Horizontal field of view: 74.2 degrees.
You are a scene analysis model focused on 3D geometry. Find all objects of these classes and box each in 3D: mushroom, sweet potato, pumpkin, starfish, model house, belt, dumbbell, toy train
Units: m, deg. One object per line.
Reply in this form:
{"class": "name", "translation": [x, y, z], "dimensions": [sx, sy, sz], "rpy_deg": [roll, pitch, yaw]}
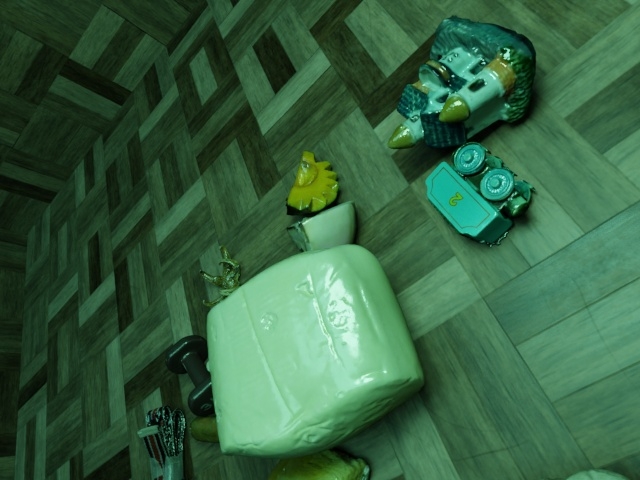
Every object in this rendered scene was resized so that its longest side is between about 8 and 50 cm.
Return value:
{"class": "mushroom", "translation": [0.028, 0.000, 1.098], "dimensions": [0.236, 0.174, 0.161], "rpy_deg": [-177, 67, -77]}
{"class": "sweet potato", "translation": [-0.272, 0.530, 1.190], "dimensions": [0.274, 0.075, 0.075], "rpy_deg": [-17, 65, 33]}
{"class": "pumpkin", "translation": [-0.024, -0.123, 1.195], "dimensions": [0.253, 0.131, 0.149], "rpy_deg": [-81, 5, -46]}
{"class": "starfish", "translation": [-0.323, 0.114, 1.371], "dimensions": [0.146, 0.074, 0.189], "rpy_deg": [-21, 63, 32]}
{"class": "model house", "translation": [0.260, -0.301, 0.905], "dimensions": [0.291, 0.184, 0.253], "rpy_deg": [-39, 52, 1]}
{"class": "belt", "translation": [-0.458, 0.686, 1.267], "dimensions": [0.094, 0.126, 0.359], "rpy_deg": [-23, 67, 22]}
{"class": "dumbbell", "translation": [-0.362, 0.399, 1.265], "dimensions": [0.140, 0.124, 0.225], "rpy_deg": [-43, 48, -12]}
{"class": "toy train", "translation": [0.323, -0.097, 0.879], "dimensions": [0.163, 0.112, 0.203], "rpy_deg": [-50, 48, 23]}

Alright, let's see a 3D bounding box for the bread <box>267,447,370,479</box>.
{"class": "bread", "translation": [-0.034, 0.567, 0.921], "dimensions": [0.204, 0.163, 0.261], "rpy_deg": [-2, 59, 51]}

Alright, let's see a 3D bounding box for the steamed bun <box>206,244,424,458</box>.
{"class": "steamed bun", "translation": [-0.015, 0.254, 0.925], "dimensions": [0.456, 0.290, 0.371], "rpy_deg": [-28, 62, 21]}

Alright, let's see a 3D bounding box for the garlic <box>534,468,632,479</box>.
{"class": "garlic", "translation": [0.371, 0.473, 0.543], "dimensions": [0.318, 0.260, 0.317], "rpy_deg": [-19, 61, 39]}
